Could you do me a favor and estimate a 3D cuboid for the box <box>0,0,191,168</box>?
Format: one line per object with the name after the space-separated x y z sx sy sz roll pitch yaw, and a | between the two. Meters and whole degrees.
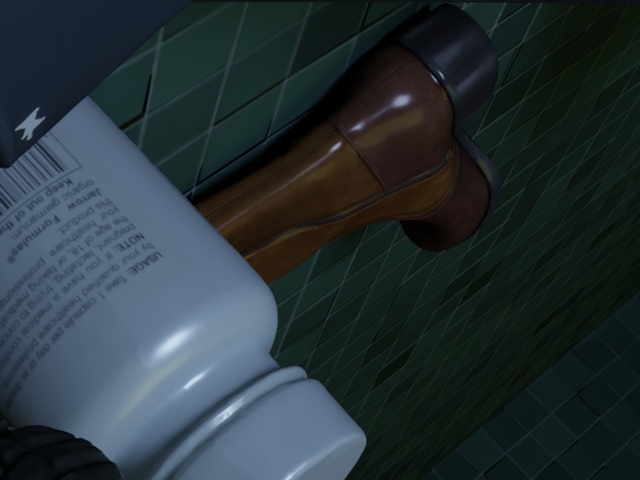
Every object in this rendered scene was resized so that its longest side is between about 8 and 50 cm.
-0.046 -0.176 0.383 0.261 0.184 0.103 -44 165 -7 | box

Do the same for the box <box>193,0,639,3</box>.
0.143 -0.235 0.654 0.395 0.097 0.318 -4 141 -34 | box

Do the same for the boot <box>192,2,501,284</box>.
0.000 0.000 1.131 0.280 0.096 0.264 -40 164 -16 | boot

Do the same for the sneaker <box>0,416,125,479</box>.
-0.255 0.192 0.565 0.410 0.182 0.158 -10 -168 -16 | sneaker

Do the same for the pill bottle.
-0.094 0.039 0.729 0.131 0.229 0.131 -40 164 -14 | pill bottle
